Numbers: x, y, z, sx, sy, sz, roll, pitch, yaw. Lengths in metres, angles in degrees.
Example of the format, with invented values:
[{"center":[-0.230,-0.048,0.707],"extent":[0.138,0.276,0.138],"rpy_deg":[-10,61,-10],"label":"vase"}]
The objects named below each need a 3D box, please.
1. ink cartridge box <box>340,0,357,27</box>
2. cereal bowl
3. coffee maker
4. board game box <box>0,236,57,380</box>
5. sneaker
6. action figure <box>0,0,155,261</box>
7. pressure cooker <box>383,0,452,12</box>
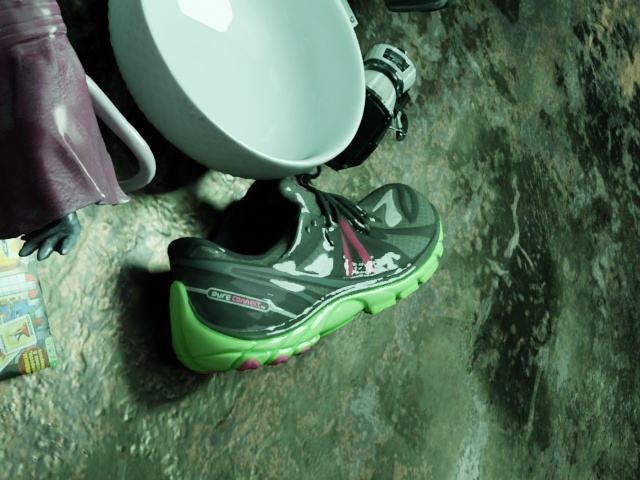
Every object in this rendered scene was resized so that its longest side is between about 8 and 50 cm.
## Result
[{"center":[-0.013,-0.324,1.317],"extent":[0.109,0.062,0.209],"rpy_deg":[-49,119,-44],"label":"ink cartridge box"},{"center":[-0.111,-0.221,1.098],"extent":[0.339,0.141,0.339],"rpy_deg":[22,56,-37],"label":"cereal bowl"},{"center":[0.045,-0.185,1.307],"extent":[0.120,0.171,0.178],"rpy_deg":[57,30,-15],"label":"coffee maker"},{"center":[-0.342,0.012,0.887],"extent":[0.136,0.030,0.260],"rpy_deg":[-14,92,-48],"label":"board game box"},{"center":[0.000,0.000,1.169],"extent":[0.483,0.185,0.202],"rpy_deg":[-28,107,-50],"label":"sneaker"},{"center":[-0.255,-0.181,0.788],"extent":[0.275,0.248,0.370],"rpy_deg":[-31,116,-55],"label":"action figure"},{"center":[0.129,-0.551,1.271],"extent":[0.375,0.370,0.420],"rpy_deg":[47,2,27],"label":"pressure cooker"}]
